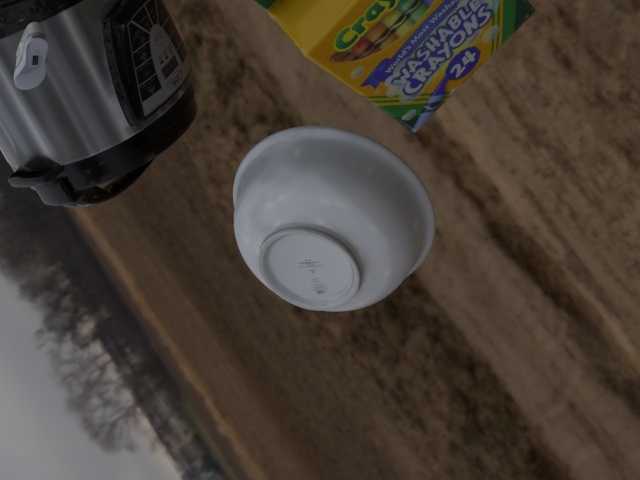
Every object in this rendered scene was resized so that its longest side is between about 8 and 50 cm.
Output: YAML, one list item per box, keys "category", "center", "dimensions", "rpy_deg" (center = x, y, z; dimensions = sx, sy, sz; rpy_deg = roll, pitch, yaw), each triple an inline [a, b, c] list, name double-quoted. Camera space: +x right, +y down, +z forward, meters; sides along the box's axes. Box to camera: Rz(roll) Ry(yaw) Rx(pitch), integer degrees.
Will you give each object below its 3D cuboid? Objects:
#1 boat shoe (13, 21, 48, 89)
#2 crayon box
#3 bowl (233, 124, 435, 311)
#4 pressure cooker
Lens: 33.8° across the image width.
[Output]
- category: "boat shoe"
  center: [-0.342, -0.218, 1.241]
  dimensions: [0.100, 0.035, 0.035]
  rpy_deg: [123, 136, -53]
- category: "crayon box"
  center: [0.084, -0.256, 1.135]
  dimensions: [0.083, 0.203, 0.323]
  rpy_deg: [53, -164, 30]
- category: "bowl"
  center: [0.000, 0.000, 1.442]
  dimensions: [0.298, 0.134, 0.297]
  rpy_deg: [11, 132, 12]
- category: "pressure cooker"
  center: [-0.418, -0.282, 1.845]
  dimensions: [0.420, 0.370, 0.375]
  rpy_deg: [68, 171, -30]
